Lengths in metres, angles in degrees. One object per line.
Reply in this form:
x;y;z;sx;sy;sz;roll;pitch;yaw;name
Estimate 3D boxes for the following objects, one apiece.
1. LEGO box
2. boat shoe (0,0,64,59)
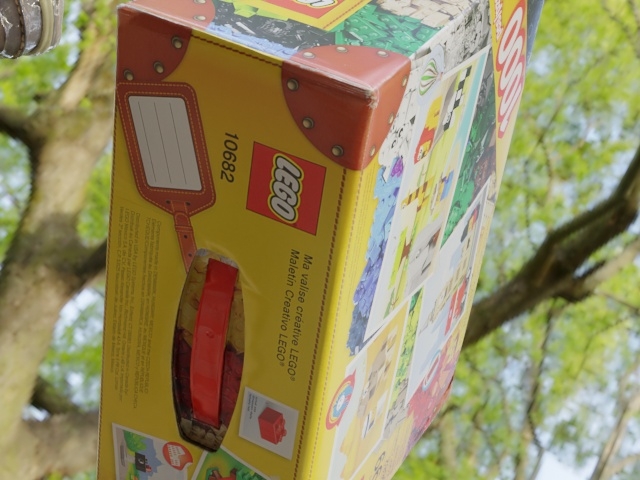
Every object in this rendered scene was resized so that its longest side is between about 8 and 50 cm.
0.000;0.000;1.106;0.193;0.372;0.500;22;-54;18;LEGO box
-0.428;-0.274;1.393;0.355;0.130;0.132;20;-59;28;boat shoe
